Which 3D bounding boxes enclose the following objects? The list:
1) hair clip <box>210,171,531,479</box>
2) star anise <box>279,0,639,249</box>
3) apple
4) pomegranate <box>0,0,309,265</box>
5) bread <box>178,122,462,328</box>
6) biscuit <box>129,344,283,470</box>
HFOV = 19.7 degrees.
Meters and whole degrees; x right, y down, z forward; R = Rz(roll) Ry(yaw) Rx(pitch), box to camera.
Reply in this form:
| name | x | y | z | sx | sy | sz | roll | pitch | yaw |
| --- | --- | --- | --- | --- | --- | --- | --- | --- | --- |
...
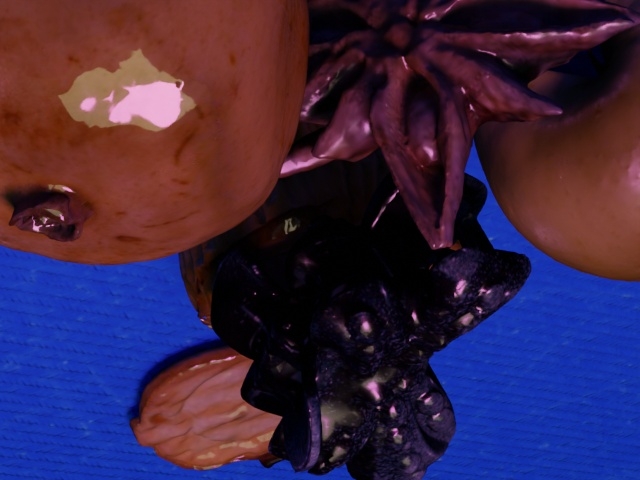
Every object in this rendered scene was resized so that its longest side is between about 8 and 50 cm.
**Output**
| name | x | y | z | sx | sy | sz | roll | pitch | yaw |
| --- | --- | --- | --- | --- | --- | --- | --- | --- | --- |
| hair clip | 0.036 | 0.085 | 1.517 | 0.206 | 0.194 | 0.310 | -9 | 140 | -24 |
| star anise | 0.070 | -0.137 | 1.435 | 0.349 | 0.292 | 0.109 | -51 | 135 | -5 |
| apple | 0.293 | -0.086 | 1.586 | 0.295 | 0.233 | 0.258 | -34 | 136 | 20 |
| pomegranate | -0.155 | -0.136 | 1.306 | 0.332 | 0.332 | 0.332 | -10 | 140 | -9 |
| bread | 0.000 | 0.000 | 1.656 | 0.227 | 0.142 | 0.253 | -41 | 138 | 24 |
| biscuit | -0.068 | 0.164 | 1.903 | 0.260 | 0.041 | 0.203 | -16 | 138 | -3 |
